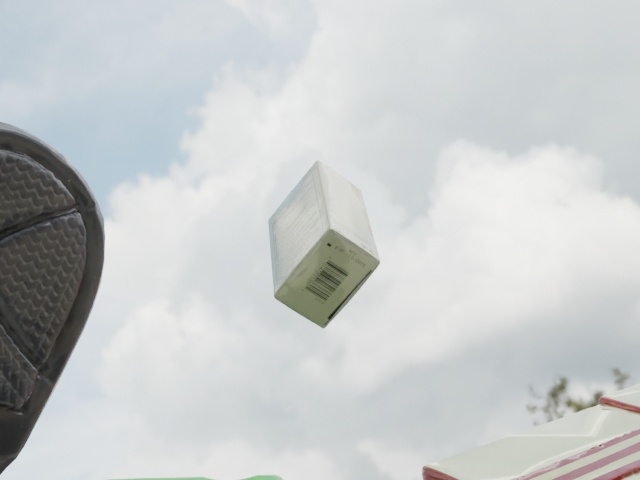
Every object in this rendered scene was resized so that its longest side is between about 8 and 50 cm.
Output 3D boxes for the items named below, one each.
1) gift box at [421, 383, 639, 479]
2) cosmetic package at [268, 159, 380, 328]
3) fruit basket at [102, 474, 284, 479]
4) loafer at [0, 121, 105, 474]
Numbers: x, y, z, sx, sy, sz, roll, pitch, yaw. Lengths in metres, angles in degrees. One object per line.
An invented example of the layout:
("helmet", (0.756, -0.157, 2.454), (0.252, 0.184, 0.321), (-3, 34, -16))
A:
("gift box", (0.250, 0.230, 0.817), (0.258, 0.255, 0.276), (-12, -76, -27))
("cosmetic package", (0.000, 0.000, 0.751), (0.041, 0.115, 0.060), (34, -71, -18))
("fruit basket", (-0.065, 0.357, 0.629), (0.282, 0.392, 0.392), (3, -38, -23))
("loafer", (-0.171, 0.095, 0.346), (0.095, 0.303, 0.109), (-8, -45, 49))
